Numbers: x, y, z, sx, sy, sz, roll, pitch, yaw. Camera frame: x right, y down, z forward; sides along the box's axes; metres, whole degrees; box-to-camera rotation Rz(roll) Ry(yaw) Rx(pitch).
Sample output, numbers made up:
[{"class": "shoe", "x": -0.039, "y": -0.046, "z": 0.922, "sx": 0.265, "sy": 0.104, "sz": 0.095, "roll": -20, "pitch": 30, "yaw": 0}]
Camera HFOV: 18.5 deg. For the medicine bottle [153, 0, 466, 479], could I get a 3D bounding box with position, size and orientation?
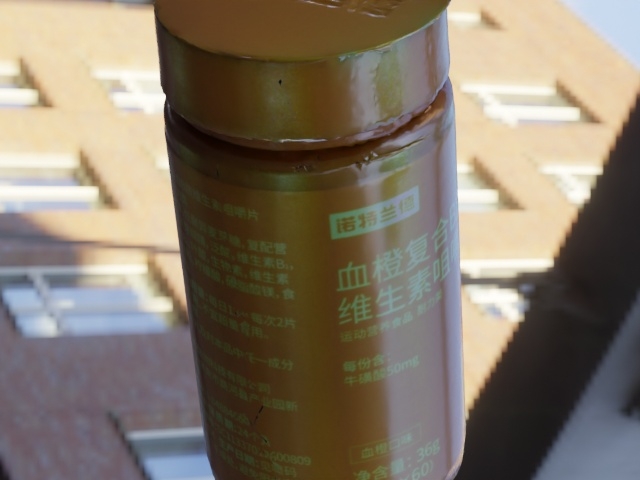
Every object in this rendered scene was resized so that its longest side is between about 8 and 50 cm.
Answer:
[{"class": "medicine bottle", "x": 0.000, "y": 0.000, "z": 0.664, "sx": 0.096, "sy": 0.096, "sz": 0.192, "roll": 48, "pitch": -31, "yaw": 49}]
